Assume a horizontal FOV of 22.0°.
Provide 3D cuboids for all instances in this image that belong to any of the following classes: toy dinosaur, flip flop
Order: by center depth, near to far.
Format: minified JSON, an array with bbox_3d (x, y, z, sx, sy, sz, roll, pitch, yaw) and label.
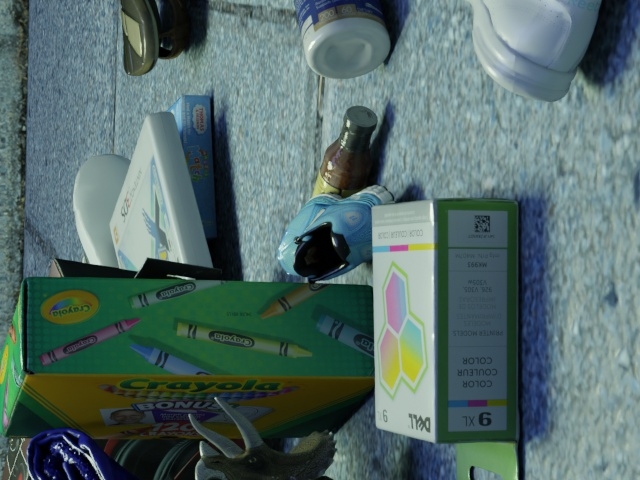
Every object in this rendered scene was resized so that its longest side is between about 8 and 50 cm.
[{"bbox_3d":[0.009,0.242,1.255,0.313,0.121,0.160,58,-160,-56],"label":"toy dinosaur"},{"bbox_3d":[-0.191,-0.253,1.932,0.277,0.080,0.112,-106,14,-82],"label":"flip flop"}]

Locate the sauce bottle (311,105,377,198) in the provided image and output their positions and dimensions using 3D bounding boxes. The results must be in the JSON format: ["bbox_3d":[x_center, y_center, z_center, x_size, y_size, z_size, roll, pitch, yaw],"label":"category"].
[{"bbox_3d":[0.019,-0.050,1.308,0.042,0.042,0.128,-107,26,-42],"label":"sauce bottle"}]

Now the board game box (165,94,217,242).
[{"bbox_3d":[-0.164,-0.066,1.888,0.211,0.039,0.160,155,113,-71],"label":"board game box"}]

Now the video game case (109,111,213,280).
[{"bbox_3d":[-0.165,0.069,1.813,0.300,0.036,0.329,123,135,-63],"label":"video game case"}]

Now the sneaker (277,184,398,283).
[{"bbox_3d":[0.000,0.000,1.258,0.063,0.073,0.162,62,153,-2],"label":"sneaker"}]

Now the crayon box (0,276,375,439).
[{"bbox_3d":[-0.107,0.097,1.310,0.165,0.279,0.081,124,144,-62],"label":"crayon box"}]

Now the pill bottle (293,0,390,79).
[{"bbox_3d":[0.012,-0.191,1.283,0.067,0.067,0.120,114,150,-53],"label":"pill bottle"}]

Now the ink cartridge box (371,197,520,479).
[{"bbox_3d":[0.081,0.078,1.074,0.109,0.062,0.209,178,92,-72],"label":"ink cartridge box"}]

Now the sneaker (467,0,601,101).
[{"bbox_3d":[0.114,-0.180,0.976,0.094,0.080,0.212,-62,38,35],"label":"sneaker"}]

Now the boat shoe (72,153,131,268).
[{"bbox_3d":[-0.249,0.030,2.070,0.102,0.108,0.301,114,144,-49],"label":"boat shoe"}]

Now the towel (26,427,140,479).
[{"bbox_3d":[-0.100,0.286,1.332,0.308,0.076,0.227,49,-174,-46],"label":"towel"}]

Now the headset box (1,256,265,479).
[{"bbox_3d":[-0.164,0.155,1.541,0.110,0.218,0.293,-133,56,-65],"label":"headset box"}]
